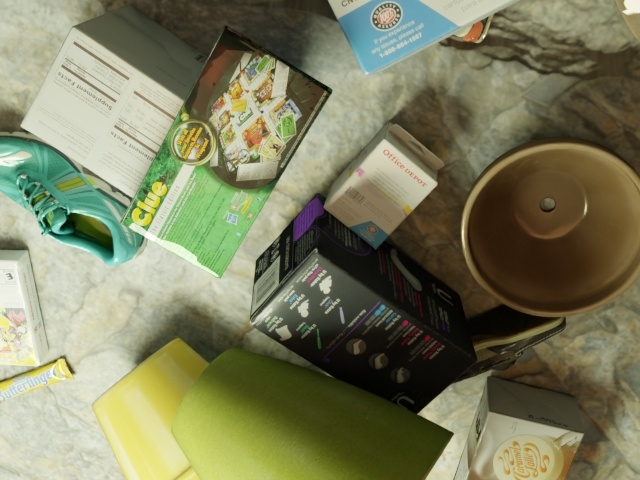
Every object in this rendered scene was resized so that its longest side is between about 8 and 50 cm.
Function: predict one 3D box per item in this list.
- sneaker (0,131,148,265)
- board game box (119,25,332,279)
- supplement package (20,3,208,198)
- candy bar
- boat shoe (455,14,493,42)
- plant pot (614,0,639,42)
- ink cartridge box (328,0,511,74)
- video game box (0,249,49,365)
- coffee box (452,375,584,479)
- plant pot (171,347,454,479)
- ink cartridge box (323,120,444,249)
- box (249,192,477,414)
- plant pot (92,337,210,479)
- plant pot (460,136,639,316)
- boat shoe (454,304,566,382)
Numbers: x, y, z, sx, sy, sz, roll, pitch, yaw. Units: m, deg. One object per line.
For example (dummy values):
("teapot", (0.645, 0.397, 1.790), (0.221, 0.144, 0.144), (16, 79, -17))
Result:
("sneaker", (-0.368, -0.059, 1.162), (0.275, 0.110, 0.107), (31, 115, -5))
("board game box", (-0.109, -0.093, 0.929), (0.136, 0.030, 0.259), (30, 111, -9))
("supplement package", (-0.193, -0.151, 1.041), (0.262, 0.204, 0.145), (34, 112, -8))
("candy bar", (-0.476, 0.233, 1.359), (0.161, 0.018, 0.040), (-21, 109, 16))
("boat shoe", (0.202, -0.307, 1.001), (0.043, 0.049, 0.137), (8, 109, -37))
("plant pot", (0.431, -0.312, 0.871), (0.229, 0.263, 0.263), (-21, 110, 35))
("ink cartridge box", (0.086, -0.371, 0.912), (0.223, 0.129, 0.307), (-25, 97, 18))
("video game box", (-0.542, 0.104, 1.296), (0.205, 0.048, 0.187), (2, 112, 8))
("coffee box", (0.285, 0.343, 1.248), (0.141, 0.098, 0.246), (14, 115, 2))
("plant pot", (-0.032, 0.273, 1.035), (0.293, 0.275, 0.274), (32, 116, 14))
("ink cartridge box", (0.087, -0.080, 1.093), (0.092, 0.090, 0.143), (39, 113, -10))
("box", (0.056, 0.091, 1.114), (0.270, 0.165, 0.143), (35, 114, -17))
("plant pot", (-0.201, 0.286, 1.230), (0.254, 0.254, 0.239), (-38, 88, 22))
("plant pot", (0.300, -0.030, 1.073), (0.237, 0.110, 0.237), (3, 115, 7))
("boat shoe", (0.249, 0.149, 1.182), (0.223, 0.080, 0.073), (-23, 114, 23))
